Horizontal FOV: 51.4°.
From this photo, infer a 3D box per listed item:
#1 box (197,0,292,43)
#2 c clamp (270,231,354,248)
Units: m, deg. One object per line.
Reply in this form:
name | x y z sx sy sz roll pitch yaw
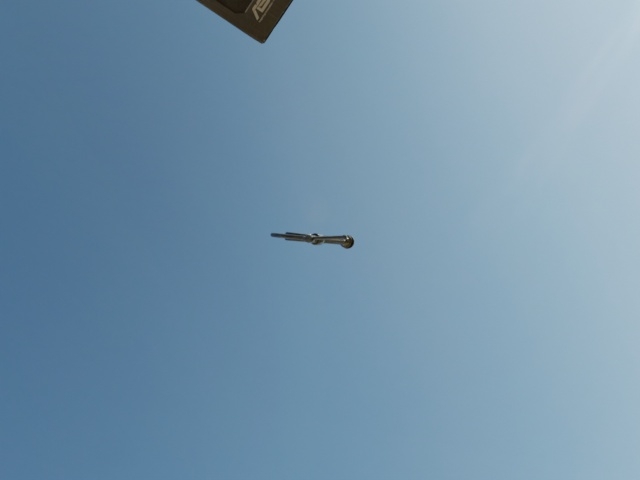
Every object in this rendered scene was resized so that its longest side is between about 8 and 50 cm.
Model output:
box | -0.052 -0.279 0.442 0.183 0.056 0.231 29 -63 -22
c clamp | 0.000 0.000 0.998 0.161 0.137 0.022 3 -90 -69
